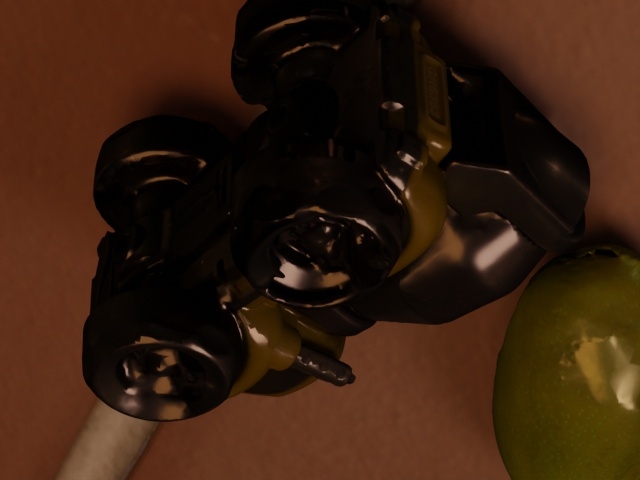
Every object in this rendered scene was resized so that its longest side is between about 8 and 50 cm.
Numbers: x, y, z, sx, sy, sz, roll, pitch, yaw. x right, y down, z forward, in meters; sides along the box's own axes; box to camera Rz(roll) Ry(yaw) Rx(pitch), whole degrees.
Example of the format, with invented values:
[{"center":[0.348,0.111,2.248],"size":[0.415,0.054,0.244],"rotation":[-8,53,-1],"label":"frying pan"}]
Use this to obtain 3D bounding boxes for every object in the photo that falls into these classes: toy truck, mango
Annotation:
[{"center":[0.000,0.000,0.886],"size":[0.165,0.147,0.224],"rotation":[27,131,-30],"label":"toy truck"},{"center":[0.127,0.078,0.911],"size":[0.091,0.074,0.165],"rotation":[8,123,16],"label":"mango"}]
